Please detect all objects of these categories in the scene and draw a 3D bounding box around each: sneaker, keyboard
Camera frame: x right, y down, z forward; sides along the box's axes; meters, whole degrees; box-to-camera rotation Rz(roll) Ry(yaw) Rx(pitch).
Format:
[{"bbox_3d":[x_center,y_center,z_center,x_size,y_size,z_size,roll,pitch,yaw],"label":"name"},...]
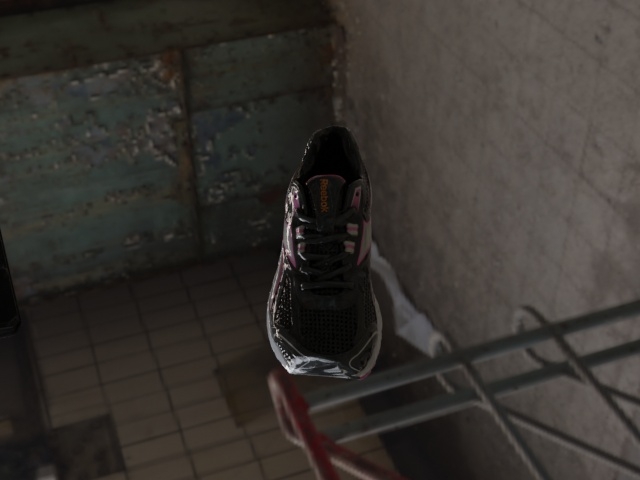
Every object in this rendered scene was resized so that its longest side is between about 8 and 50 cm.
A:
[{"bbox_3d":[0.000,0.000,0.592,0.077,0.072,0.178,87,179,-47],"label":"sneaker"},{"bbox_3d":[-0.373,0.047,1.000,0.180,0.108,0.023,-123,32,-47],"label":"keyboard"}]
